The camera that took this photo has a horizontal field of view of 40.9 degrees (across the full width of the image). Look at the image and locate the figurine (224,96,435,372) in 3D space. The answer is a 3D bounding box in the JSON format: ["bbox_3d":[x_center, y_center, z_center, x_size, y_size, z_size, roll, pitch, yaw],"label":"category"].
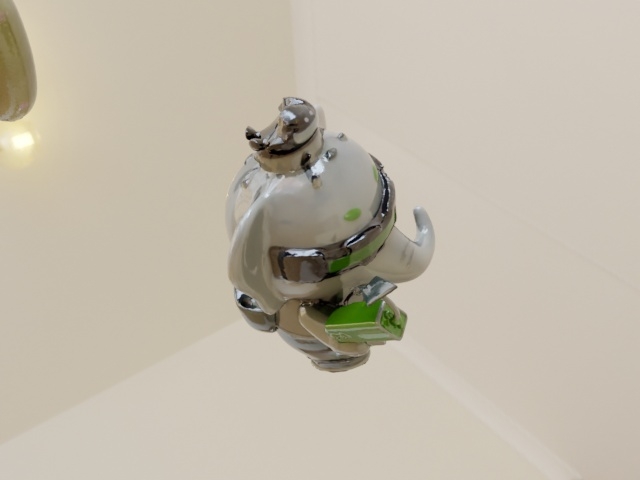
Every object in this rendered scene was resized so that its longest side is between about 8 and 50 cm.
[{"bbox_3d":[0.000,0.000,0.516,0.126,0.147,0.192,-1,-46,17],"label":"figurine"}]

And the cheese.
[{"bbox_3d":[-0.242,-0.170,0.598,0.097,0.037,0.192,31,-39,8],"label":"cheese"}]
